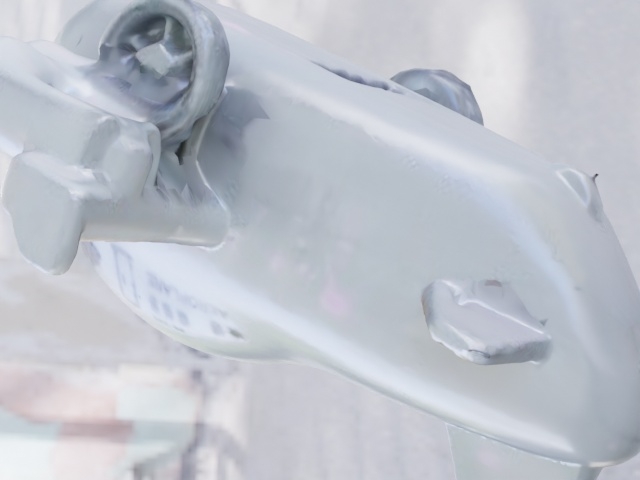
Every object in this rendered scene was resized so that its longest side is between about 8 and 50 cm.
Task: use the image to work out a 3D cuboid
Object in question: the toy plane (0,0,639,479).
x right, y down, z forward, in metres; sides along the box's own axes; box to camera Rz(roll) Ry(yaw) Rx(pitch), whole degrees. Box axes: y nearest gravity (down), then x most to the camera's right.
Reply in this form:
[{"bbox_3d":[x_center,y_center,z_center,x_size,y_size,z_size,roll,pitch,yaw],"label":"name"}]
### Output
[{"bbox_3d":[0.000,0.000,0.578,0.245,0.245,0.117,39,109,54],"label":"toy plane"}]
